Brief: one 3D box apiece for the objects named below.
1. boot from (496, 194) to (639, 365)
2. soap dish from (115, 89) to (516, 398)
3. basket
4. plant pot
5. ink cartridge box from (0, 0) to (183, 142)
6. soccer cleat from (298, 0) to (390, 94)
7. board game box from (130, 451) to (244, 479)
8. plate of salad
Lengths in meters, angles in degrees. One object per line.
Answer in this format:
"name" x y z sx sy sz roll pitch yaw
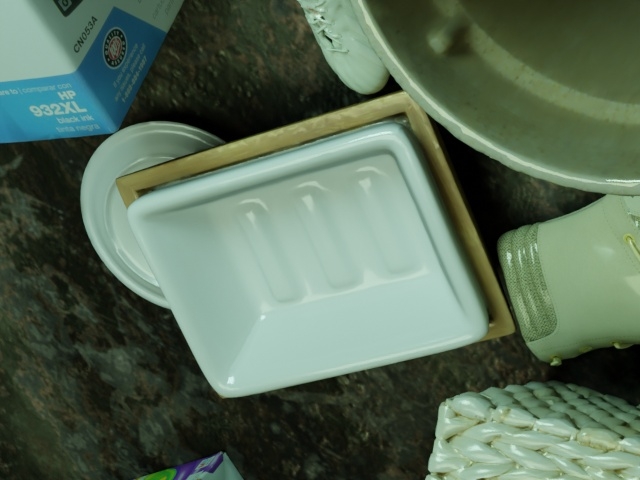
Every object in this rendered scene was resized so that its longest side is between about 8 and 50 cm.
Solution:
"boot" 0.278 0.072 1.428 0.203 0.095 0.262 -26 103 39
"soap dish" 0.000 0.000 1.503 0.290 0.118 0.229 -15 112 26
"basket" 0.254 0.274 1.388 0.328 0.331 0.266 13 92 22
"plant pot" 0.217 -0.247 1.110 0.333 0.305 0.334 15 127 21
"ink cartridge box" -0.237 -0.261 1.367 0.129 0.223 0.307 -1 139 30
"soccer cleat" 0.004 -0.200 1.420 0.068 0.076 0.196 -2 120 31
"board game box" -0.193 0.345 1.858 0.275 0.142 0.144 -22 108 38
"plate of salad" -0.127 -0.023 1.635 0.199 0.048 0.200 9 120 15
